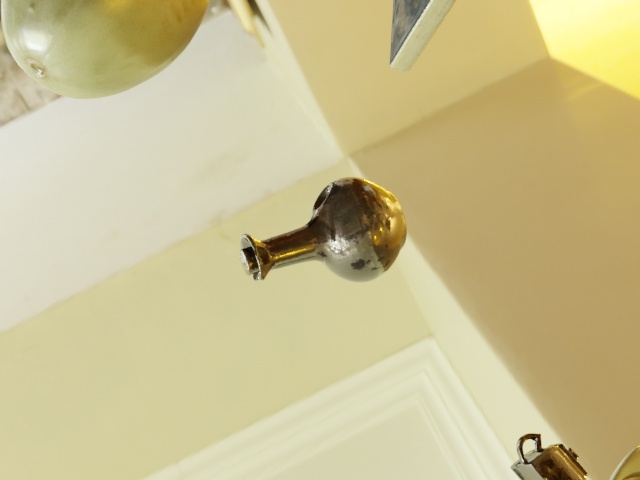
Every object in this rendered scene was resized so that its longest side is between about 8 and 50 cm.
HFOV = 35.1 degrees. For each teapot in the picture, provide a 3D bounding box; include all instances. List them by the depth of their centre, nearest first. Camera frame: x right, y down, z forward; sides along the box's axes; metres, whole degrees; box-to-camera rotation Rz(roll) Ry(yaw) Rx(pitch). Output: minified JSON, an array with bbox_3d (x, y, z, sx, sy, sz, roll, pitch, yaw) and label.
[{"bbox_3d":[0.415,0.404,1.766,0.096,0.177,0.087,-42,179,-21],"label":"teapot"}]

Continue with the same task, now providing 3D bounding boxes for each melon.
[{"bbox_3d":[-0.269,-0.327,1.292,0.308,0.272,0.272,-57,-154,5],"label":"melon"}]

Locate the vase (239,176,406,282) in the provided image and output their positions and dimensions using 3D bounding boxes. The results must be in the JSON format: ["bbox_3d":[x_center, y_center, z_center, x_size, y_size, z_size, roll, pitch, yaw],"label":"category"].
[{"bbox_3d":[0.000,0.000,1.112,0.183,0.120,0.120,-17,-159,-20],"label":"vase"}]

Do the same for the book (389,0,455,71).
[{"bbox_3d":[0.118,-0.326,1.000,0.191,0.025,0.269,125,-25,-56],"label":"book"}]

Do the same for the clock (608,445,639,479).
[{"bbox_3d":[0.458,0.392,1.427,0.191,0.062,0.151,-33,-113,-33],"label":"clock"}]
